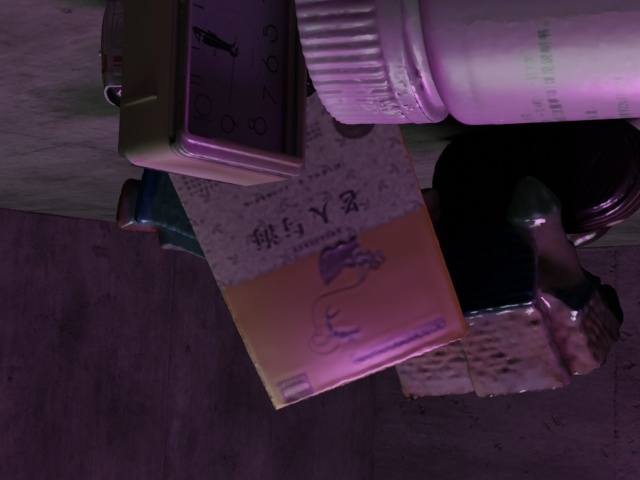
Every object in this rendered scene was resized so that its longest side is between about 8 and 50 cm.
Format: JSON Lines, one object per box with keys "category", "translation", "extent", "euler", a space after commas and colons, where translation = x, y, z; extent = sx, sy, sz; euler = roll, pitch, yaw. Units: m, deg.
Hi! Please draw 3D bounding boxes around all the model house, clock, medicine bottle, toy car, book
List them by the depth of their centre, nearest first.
{"category": "medicine bottle", "translation": [0.145, -0.163, 0.617], "extent": [0.290, 0.178, 0.178], "euler": [-1, 174, 23]}
{"category": "clock", "translation": [-0.082, -0.148, 0.781], "extent": [0.071, 0.192, 0.147], "euler": [-3, 172, 40]}
{"category": "toy car", "translation": [-0.107, -0.180, 0.950], "extent": [0.209, 0.108, 0.089], "euler": [-2, 173, -7]}
{"category": "book", "translation": [0.000, 0.000, 1.160], "extent": [0.268, 0.389, 0.032], "euler": [-22, -156, 1]}
{"category": "model house", "translation": [0.224, 0.047, 1.338], "extent": [0.298, 0.284, 0.243], "euler": [-14, -163, 36]}
{"category": "model house", "translation": [-0.122, -0.086, 1.355], "extent": [0.329, 0.252, 0.294], "euler": [9, -177, 40]}

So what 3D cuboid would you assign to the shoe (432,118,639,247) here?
{"category": "shoe", "translation": [0.366, -0.076, 1.461], "extent": [0.237, 0.172, 0.384], "euler": [14, 170, -34]}
